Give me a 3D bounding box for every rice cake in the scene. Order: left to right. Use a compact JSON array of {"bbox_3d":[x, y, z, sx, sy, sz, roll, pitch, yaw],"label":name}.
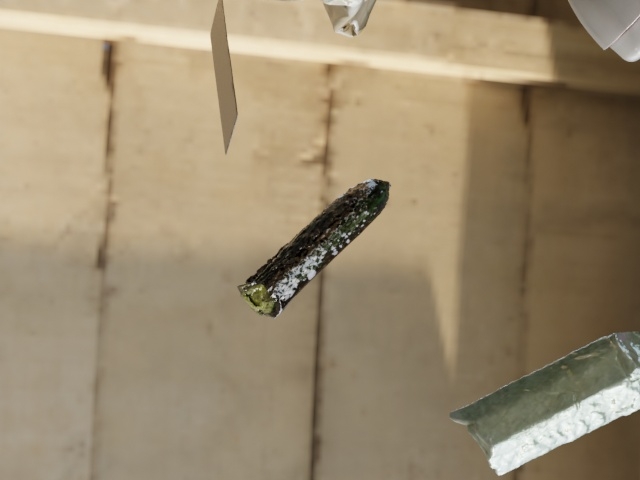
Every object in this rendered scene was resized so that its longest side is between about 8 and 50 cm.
[{"bbox_3d":[0.234,0.158,1.714,0.069,0.206,0.063,58,-7,46],"label":"rice cake"}]

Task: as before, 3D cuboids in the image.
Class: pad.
[{"bbox_3d":[-0.145,-0.250,2.640,0.143,0.003,0.211,114,-30,-66],"label":"pad"}]

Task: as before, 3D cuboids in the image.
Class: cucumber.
[{"bbox_3d":[0.000,0.000,2.270,0.245,0.067,0.067,-44,-165,-10],"label":"cucumber"}]

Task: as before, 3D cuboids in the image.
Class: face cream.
[{"bbox_3d":[0.321,-0.252,1.821,0.117,0.104,0.117,-47,-179,1],"label":"face cream"}]

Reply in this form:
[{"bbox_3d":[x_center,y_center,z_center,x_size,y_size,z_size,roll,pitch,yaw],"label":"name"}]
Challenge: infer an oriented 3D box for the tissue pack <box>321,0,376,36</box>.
[{"bbox_3d":[0.032,-0.397,1.864,0.195,0.375,0.390,43,-67,28],"label":"tissue pack"}]
